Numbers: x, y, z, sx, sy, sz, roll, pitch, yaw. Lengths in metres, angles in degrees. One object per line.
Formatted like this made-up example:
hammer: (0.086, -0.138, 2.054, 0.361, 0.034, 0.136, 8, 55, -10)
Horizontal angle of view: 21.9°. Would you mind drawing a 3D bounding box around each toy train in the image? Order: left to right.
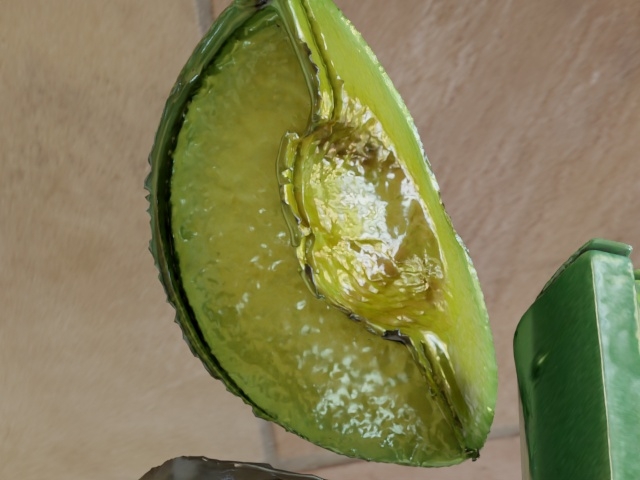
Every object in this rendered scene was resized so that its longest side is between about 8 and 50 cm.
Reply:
toy train: (0.190, 0.144, 0.754, 0.202, 0.120, 0.301, 13, 44, -9)

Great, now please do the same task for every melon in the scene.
melon: (0.000, 0.000, 0.906, 0.129, 0.169, 0.265, -23, 89, 18)

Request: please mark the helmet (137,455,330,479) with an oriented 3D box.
helmet: (0.031, 0.207, 0.510, 0.177, 0.305, 0.225, 25, 99, -50)
